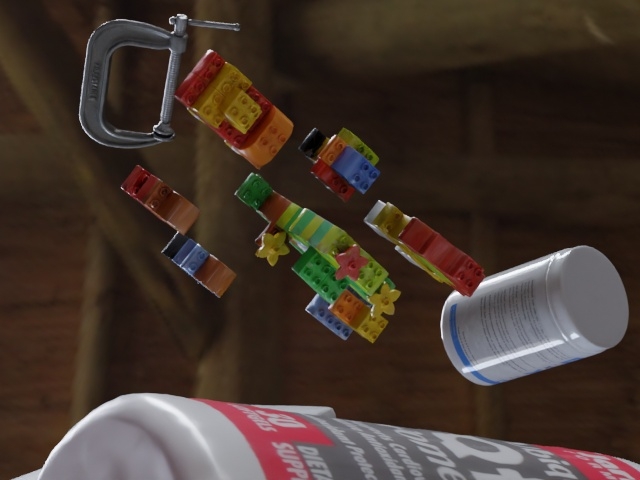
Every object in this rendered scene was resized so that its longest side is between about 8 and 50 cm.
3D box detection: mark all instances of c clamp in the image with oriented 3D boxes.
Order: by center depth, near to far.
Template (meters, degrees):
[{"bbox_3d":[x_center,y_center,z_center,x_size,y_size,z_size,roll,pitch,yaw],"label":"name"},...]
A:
[{"bbox_3d":[-0.164,-0.153,1.643,0.022,0.137,0.161,-96,-159,-56],"label":"c clamp"}]

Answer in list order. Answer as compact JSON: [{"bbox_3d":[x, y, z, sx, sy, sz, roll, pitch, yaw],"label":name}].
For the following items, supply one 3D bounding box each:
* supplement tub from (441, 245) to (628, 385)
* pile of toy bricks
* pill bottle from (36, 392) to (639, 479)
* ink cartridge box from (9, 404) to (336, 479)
[{"bbox_3d":[0.137,0.050,1.095,0.107,0.071,0.071,-22,-123,44],"label":"supplement tub"},{"bbox_3d":[0.000,0.000,0.919,0.118,0.212,0.105,-53,-145,-4],"label":"pile of toy bricks"},{"bbox_3d":[0.053,0.162,0.644,0.176,0.318,0.176,-24,-119,52],"label":"pill bottle"},{"bbox_3d":[-0.098,0.247,1.197,0.121,0.289,0.211,-1,-84,31],"label":"ink cartridge box"}]
